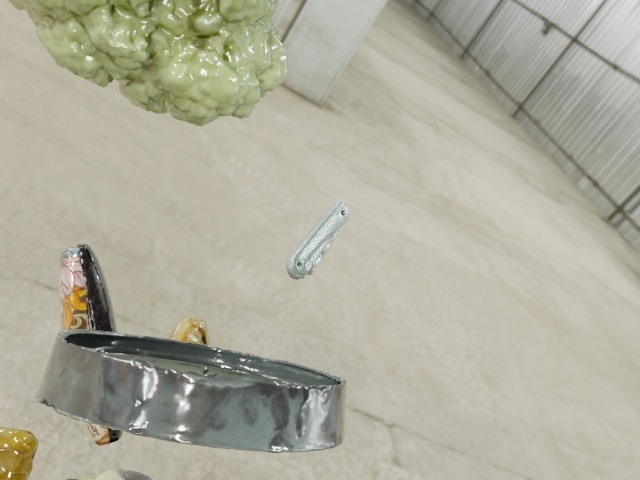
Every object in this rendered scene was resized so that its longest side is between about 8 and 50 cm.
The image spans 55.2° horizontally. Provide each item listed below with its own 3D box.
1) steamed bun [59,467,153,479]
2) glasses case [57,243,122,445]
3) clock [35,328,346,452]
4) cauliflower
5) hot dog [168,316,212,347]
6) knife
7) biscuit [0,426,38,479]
[{"bbox_3d":[-0.359,0.523,1.102,0.268,0.207,0.280,45,-4,22],"label":"steamed bun"},{"bbox_3d":[-0.367,0.165,0.982,0.082,0.122,0.321,-9,89,-28],"label":"glasses case"},{"bbox_3d":[-0.122,0.149,0.633,0.312,0.062,0.312,10,-7,1],"label":"clock"},{"bbox_3d":[-0.116,-0.261,0.492,0.281,0.260,0.327,-44,123,-55],"label":"cauliflower"},{"bbox_3d":[-0.237,0.224,1.073,0.072,0.109,0.269,-12,21,4],"label":"hot dog"},{"bbox_3d":[0.000,0.000,0.913,0.044,0.023,0.162,51,49,-16],"label":"knife"},{"bbox_3d":[-0.420,0.275,0.678,0.183,0.174,0.039,11,3,-10],"label":"biscuit"}]
